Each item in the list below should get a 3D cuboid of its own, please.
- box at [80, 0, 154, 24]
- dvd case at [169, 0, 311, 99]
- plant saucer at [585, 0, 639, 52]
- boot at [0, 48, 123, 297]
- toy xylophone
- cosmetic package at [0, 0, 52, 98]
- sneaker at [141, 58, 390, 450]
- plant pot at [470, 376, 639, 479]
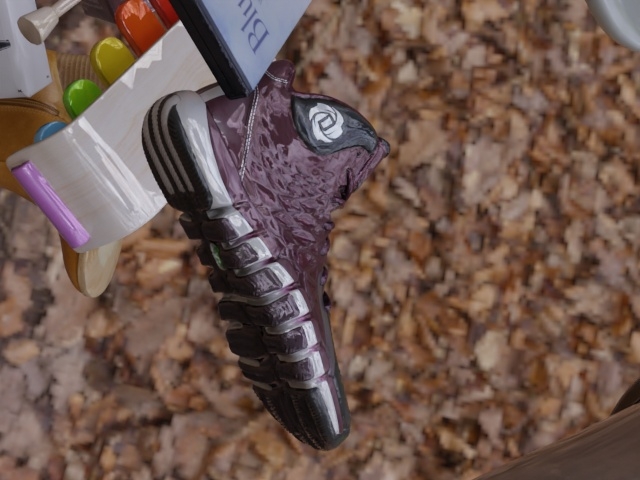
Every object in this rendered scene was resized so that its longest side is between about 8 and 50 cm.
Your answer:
[{"bbox_3d":[-0.235,-0.390,1.620,0.167,0.168,0.203,-29,114,-15],"label":"box"},{"bbox_3d":[-0.047,-0.242,0.911,0.180,0.022,0.253,60,41,-32],"label":"dvd case"},{"bbox_3d":[0.333,-0.327,1.007,0.400,0.100,0.401,-28,130,-40],"label":"plant saucer"},{"bbox_3d":[-0.318,-0.072,1.419,0.104,0.211,0.295,74,14,-63],"label":"boot"},{"bbox_3d":[-0.164,-0.154,1.261,0.322,0.081,0.236,-42,113,-37],"label":"toy xylophone"},{"bbox_3d":[-0.341,-0.259,1.307,0.060,0.098,0.239,-61,145,-63],"label":"cosmetic package"},{"bbox_3d":[0.000,0.000,0.953,0.162,0.106,0.281,-31,109,-26],"label":"sneaker"},{"bbox_3d":[0.142,0.188,0.604,0.229,0.263,0.263,-6,106,-23],"label":"plant pot"}]
